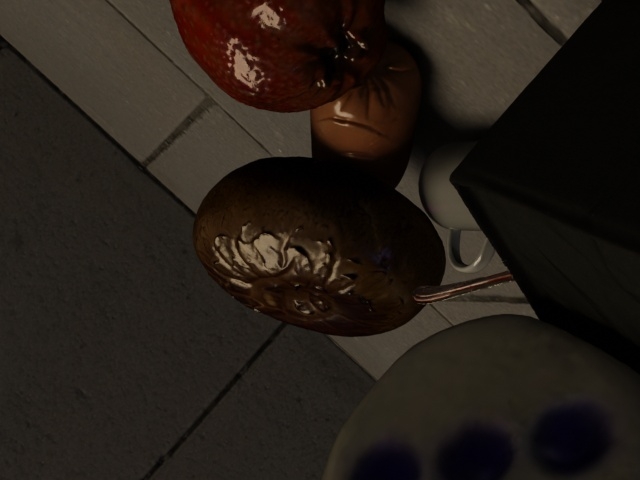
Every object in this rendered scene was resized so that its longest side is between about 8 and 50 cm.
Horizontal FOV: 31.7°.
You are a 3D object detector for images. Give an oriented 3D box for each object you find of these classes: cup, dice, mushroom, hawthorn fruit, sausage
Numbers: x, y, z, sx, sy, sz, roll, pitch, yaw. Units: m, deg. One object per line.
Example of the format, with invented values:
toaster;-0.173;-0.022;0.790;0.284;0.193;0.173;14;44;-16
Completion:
cup;0.179;-0.041;1.206;0.133;0.099;0.136;-176;71;-69
dice;0.163;0.225;0.908;0.259;0.251;0.243;30;163;46
mushroom;-0.004;0.014;1.314;0.297;0.163;0.278;15;165;6
hawthorn fruit;-0.056;-0.238;1.079;0.253;0.205;0.205;42;170;30
sausage;0.048;-0.130;1.285;0.121;0.121;0.304;39;167;10

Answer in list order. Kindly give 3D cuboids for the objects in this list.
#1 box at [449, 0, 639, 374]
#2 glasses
box;0.299;0.015;0.834;0.251;0.204;0.345;28;162;48
glasses;0.252;0.123;1.198;0.118;0.268;0.234;-77;-34;-56
